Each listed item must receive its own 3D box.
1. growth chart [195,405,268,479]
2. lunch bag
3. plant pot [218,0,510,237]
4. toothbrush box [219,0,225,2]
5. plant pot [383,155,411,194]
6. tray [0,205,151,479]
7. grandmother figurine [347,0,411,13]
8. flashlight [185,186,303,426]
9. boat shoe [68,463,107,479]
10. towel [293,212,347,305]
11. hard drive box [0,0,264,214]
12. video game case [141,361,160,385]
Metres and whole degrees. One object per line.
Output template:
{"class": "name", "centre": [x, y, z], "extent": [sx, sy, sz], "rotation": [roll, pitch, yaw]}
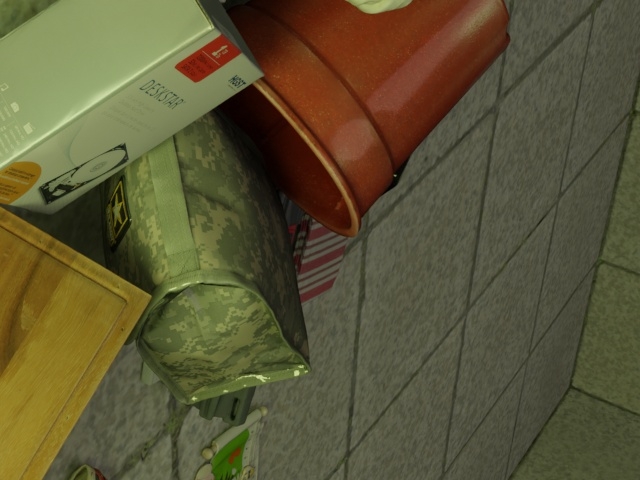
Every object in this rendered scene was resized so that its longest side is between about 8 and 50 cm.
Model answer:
{"class": "growth chart", "centre": [-0.128, 0.353, 1.814], "extent": [0.172, 0.021, 0.237], "rotation": [-41, 144, -45]}
{"class": "lunch bag", "centre": [-0.124, 0.000, 1.225], "extent": [0.287, 0.169, 0.235], "rotation": [66, 11, -61]}
{"class": "plant pot", "centre": [0.037, -0.192, 1.296], "extent": [0.265, 0.272, 0.272], "rotation": [-43, 151, -11]}
{"class": "toothbrush box", "centre": [-0.173, -0.315, 1.003], "extent": [0.295, 0.126, 0.216], "rotation": [-16, 125, -61]}
{"class": "plant pot", "centre": [0.041, -0.173, 1.496], "extent": [0.187, 0.167, 0.188], "rotation": [145, -31, -83]}
{"class": "tray", "centre": [-0.326, 0.171, 0.983], "extent": [0.411, 0.203, 0.076], "rotation": [-61, -173, -18]}
{"class": "grandmother figurine", "centre": [0.021, -0.371, 1.170], "extent": [0.104, 0.208, 0.342], "rotation": [121, -42, -71]}
{"class": "flashlight", "centre": [-0.100, 0.061, 1.488], "extent": [0.103, 0.103, 0.304], "rotation": [-101, -153, -69]}
{"class": "boat shoe", "centre": [-0.286, 0.318, 1.403], "extent": [0.137, 0.049, 0.043], "rotation": [-62, 153, -20]}
{"class": "towel", "centre": [0.000, 0.000, 1.781], "extent": [0.144, 0.029, 0.197], "rotation": [-22, 131, -60]}
{"class": "hard drive box", "centre": [-0.181, -0.125, 1.014], "extent": [0.232, 0.089, 0.181], "rotation": [-33, 171, 7]}
{"class": "video game case", "centre": [-0.159, 0.083, 1.512], "extent": [0.143, 0.019, 0.157], "rotation": [-27, 134, -57]}
